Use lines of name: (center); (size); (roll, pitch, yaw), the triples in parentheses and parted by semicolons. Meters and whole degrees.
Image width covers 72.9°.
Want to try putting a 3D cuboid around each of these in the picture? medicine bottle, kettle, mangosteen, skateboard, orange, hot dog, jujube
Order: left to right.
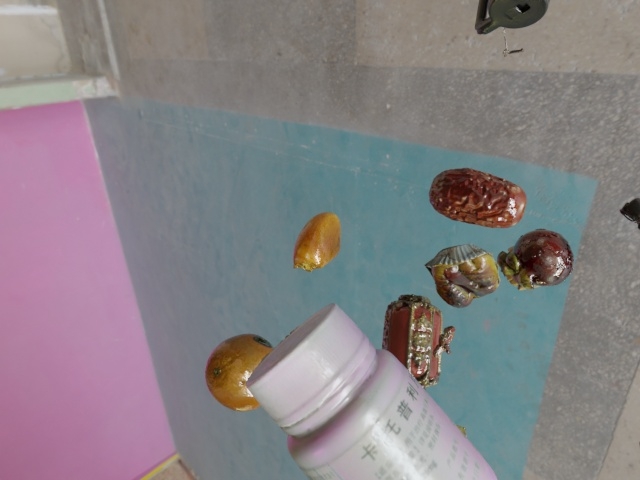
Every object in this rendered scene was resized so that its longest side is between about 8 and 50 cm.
orange: (-0.196, 0.336, 1.112); (0.206, 0.206, 0.205); (25, 126, 40)
medicine bottle: (0.050, 0.201, 0.455); (0.254, 0.152, 0.152); (49, 141, -1)
hot dog: (0.359, 0.092, 1.070); (0.163, 0.270, 0.081); (-16, 57, 20)
jujube: (0.300, -0.083, 0.832); (0.176, 0.112, 0.109); (20, 151, 34)
skateboard: (0.594, -0.619, 1.347); (0.064, 0.032, 0.083); (9, 144, 42)
kettle: (0.627, -0.867, 1.405); (0.262, 0.203, 0.307); (7, 78, 37)
mangosteen: (0.573, 0.055, 1.158); (0.180, 0.166, 0.166); (-26, 88, 13)

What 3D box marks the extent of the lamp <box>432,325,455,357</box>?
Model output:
lamp: (0.305, 0.244, 1.051); (0.031, 0.063, 0.083); (29, 114, 36)

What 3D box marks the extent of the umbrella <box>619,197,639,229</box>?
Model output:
umbrella: (0.900, 0.001, 1.041); (0.128, 0.155, 0.336); (74, -179, -49)

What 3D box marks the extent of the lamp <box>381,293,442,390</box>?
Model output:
lamp: (0.264, 0.297, 1.259); (0.177, 0.177, 0.273); (-21, 55, 52)

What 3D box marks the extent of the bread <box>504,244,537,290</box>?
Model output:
bread: (0.814, 0.093, 1.687); (0.211, 0.224, 0.183); (-25, 79, 16)

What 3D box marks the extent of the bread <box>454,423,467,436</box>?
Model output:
bread: (0.334, 0.662, 1.236); (0.111, 0.234, 0.184); (22, 132, -10)

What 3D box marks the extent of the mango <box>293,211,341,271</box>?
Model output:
mango: (0.000, 0.000, 1.479); (0.126, 0.252, 0.154); (-14, 127, 46)
